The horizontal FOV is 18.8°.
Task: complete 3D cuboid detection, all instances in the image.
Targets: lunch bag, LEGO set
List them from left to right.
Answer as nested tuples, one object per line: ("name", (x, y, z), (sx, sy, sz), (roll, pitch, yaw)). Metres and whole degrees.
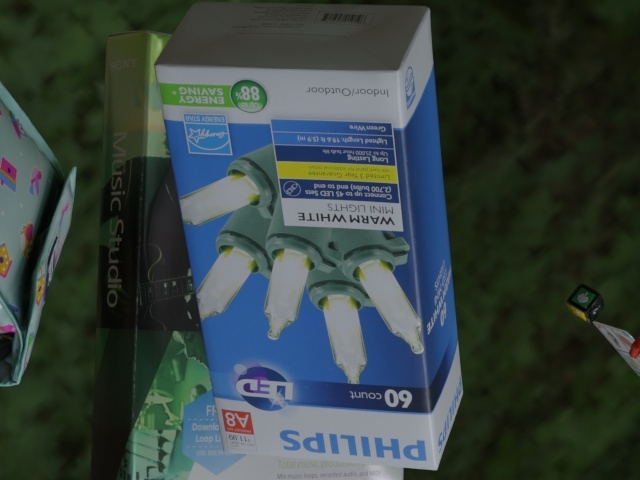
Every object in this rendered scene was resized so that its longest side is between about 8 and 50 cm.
("lunch bag", (-0.341, -0.010, 1.921), (0.160, 0.262, 0.223), (-13, -136, 23))
("LEGO set", (0.291, 0.135, 1.556), (0.060, 0.244, 0.182), (-49, -153, -13))

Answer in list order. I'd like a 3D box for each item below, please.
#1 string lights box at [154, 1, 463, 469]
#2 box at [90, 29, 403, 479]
("string lights box", (0.000, 0.000, 1.072), (0.133, 0.259, 0.076), (3, -146, 16))
("box", (-0.041, 0.031, 1.301), (0.232, 0.322, 0.058), (3, 176, -39))
